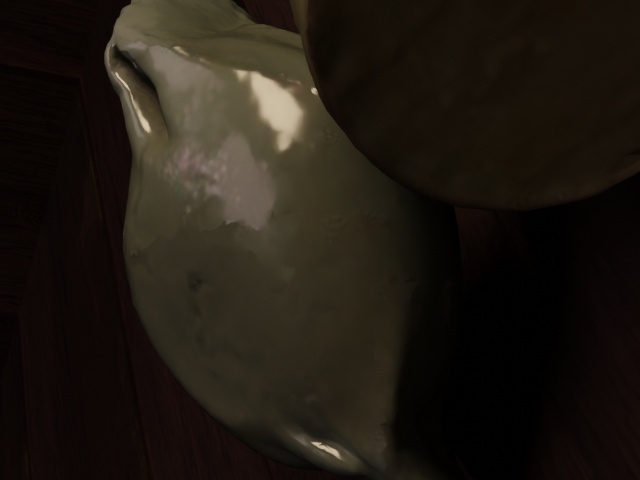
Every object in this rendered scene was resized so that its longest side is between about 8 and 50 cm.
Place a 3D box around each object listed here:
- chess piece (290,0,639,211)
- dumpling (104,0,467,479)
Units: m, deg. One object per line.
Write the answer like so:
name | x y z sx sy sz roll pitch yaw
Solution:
chess piece | 0.071 -0.223 0.850 0.442 0.234 0.234 -104 30 -56
dumpling | -0.022 -0.001 0.897 0.270 0.211 0.321 -153 60 -81
